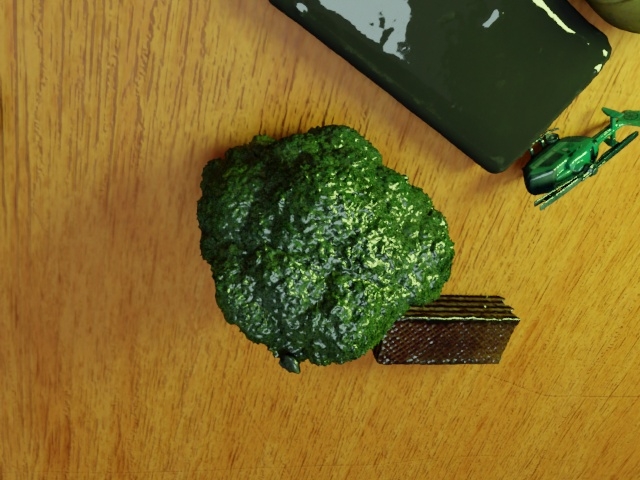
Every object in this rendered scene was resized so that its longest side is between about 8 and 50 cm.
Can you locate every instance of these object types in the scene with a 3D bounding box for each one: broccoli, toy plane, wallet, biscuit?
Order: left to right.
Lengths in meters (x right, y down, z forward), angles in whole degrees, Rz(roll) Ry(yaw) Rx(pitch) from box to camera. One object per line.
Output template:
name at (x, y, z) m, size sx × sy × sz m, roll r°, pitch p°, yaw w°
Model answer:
broccoli at (0.000, 0.000, 0.718) m, size 0.304 × 0.321 × 0.283 m, roll -17°, pitch 162°, yaw -13°
biscuit at (0.210, 0.151, 0.953) m, size 0.252 × 0.070 × 0.106 m, roll 3°, pitch 122°, yaw -14°
wallet at (0.158, -0.268, 0.687) m, size 0.406 × 0.062 × 0.228 m, roll 31°, pitch 112°, yaw -25°
toy plane at (0.370, -0.126, 0.801) m, size 0.235 × 0.096 × 0.060 m, roll -35°, pitch 126°, yaw -10°

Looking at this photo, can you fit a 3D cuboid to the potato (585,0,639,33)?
potato at (0.410, -0.312, 0.648) m, size 0.248 × 0.169 × 0.143 m, roll 15°, pitch 148°, yaw -9°
